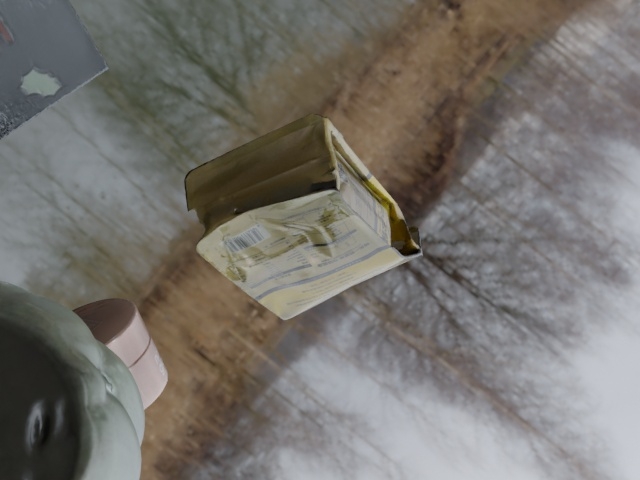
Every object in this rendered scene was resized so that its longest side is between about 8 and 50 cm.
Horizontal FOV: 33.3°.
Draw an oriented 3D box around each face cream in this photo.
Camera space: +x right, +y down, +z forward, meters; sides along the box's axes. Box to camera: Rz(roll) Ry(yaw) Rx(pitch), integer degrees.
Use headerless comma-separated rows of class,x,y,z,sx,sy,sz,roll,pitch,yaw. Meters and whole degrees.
face cream,-0.276,0.154,1.326,0.149,0.104,0.149,-18,-156,8

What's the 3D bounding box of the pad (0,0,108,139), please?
pad,-0.234,-0.144,0.520,0.170,0.245,0.006,-38,-154,-20

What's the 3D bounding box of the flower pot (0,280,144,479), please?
flower pot,-0.234,0.145,0.697,0.246,0.246,0.195,-52,177,-23

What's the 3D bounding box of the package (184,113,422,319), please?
package,0.000,0.000,0.484,0.071,0.047,0.131,-24,149,13
